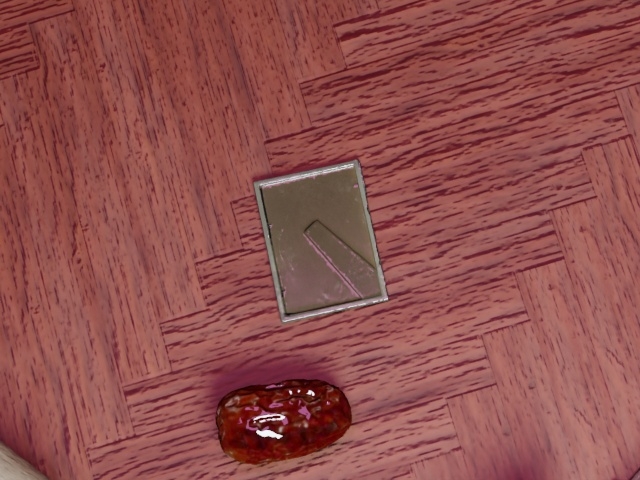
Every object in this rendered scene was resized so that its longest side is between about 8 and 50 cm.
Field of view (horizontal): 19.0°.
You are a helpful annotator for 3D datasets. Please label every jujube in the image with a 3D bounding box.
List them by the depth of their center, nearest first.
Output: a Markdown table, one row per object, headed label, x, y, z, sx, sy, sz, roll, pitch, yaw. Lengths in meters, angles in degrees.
| label | x | y | z | sx | sy | sz | roll | pitch | yaw |
| --- | --- | --- | --- | --- | --- | --- | --- | --- | --- |
| jujube | -0.034 | 0.171 | 1.807 | 0.129 | 0.077 | 0.077 | -7 | 74 | -8 |

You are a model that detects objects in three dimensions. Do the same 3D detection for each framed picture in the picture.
| label | x | y | z | sx | sy | sz | roll | pitch | yaw |
| --- | --- | --- | --- | --- | --- | --- | --- | --- | --- |
| framed picture | 0.000 | 0.000 | 1.880 | 0.109 | 0.011 | 0.149 | -12 | 75 | 2 |

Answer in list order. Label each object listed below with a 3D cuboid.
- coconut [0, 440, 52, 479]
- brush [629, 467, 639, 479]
| label | x | y | z | sx | sy | sz | roll | pitch | yaw |
| --- | --- | --- | --- | --- | --- | --- | --- | --- | --- |
| coconut | -0.349 | 0.283 | 1.720 | 0.266 | 0.237 | 0.237 | 36 | 81 | 9 |
| brush | 0.379 | 0.169 | 1.781 | 0.067 | 0.072 | 0.313 | 44 | 79 | -9 |
